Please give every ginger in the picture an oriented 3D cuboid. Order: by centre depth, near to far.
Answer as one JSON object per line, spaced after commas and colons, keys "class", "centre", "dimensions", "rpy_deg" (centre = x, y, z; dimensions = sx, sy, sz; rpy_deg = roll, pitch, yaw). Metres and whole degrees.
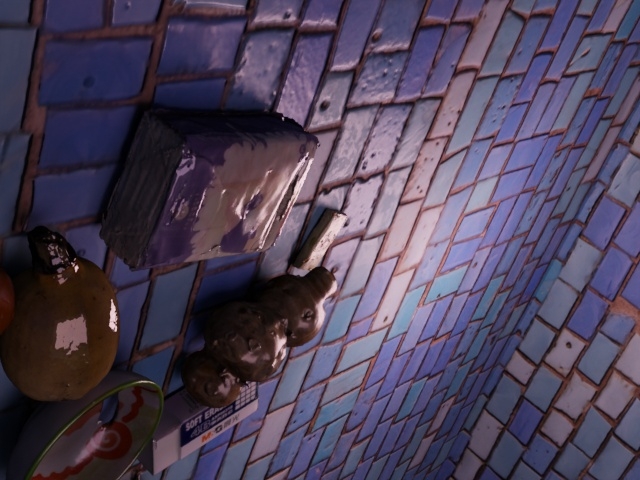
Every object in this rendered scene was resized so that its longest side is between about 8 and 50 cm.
{"class": "ginger", "centre": [-0.116, 0.180, 1.883], "dimensions": [0.375, 0.176, 0.256], "rpy_deg": [-38, 167, -26]}

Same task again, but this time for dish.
{"class": "dish", "centre": [-0.440, 0.346, 1.649], "dimensions": [0.324, 0.124, 0.324], "rpy_deg": [-43, 156, -25]}

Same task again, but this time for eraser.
{"class": "eraser", "centre": [-0.261, 0.369, 1.967], "dimensions": [0.287, 0.086, 0.130], "rpy_deg": [-27, 142, -37]}

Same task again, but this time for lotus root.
{"class": "lotus root", "centre": [-0.395, 0.109, 1.393], "dimensions": [0.183, 0.183, 0.309], "rpy_deg": [-24, 136, -40]}

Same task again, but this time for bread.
{"class": "bread", "centre": [0.000, 0.000, 1.975], "dimensions": [0.153, 0.028, 0.068], "rpy_deg": [-57, 153, 14]}

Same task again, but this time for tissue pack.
{"class": "tissue pack", "centre": [-0.172, -0.089, 1.514], "dimensions": [0.344, 0.125, 0.242], "rpy_deg": [-10, 131, -54]}

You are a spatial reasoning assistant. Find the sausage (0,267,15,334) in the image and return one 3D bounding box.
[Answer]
{"class": "sausage", "centre": [-0.530, 0.129, 1.253], "dimensions": [0.258, 0.133, 0.133], "rpy_deg": [-41, 151, -15]}
